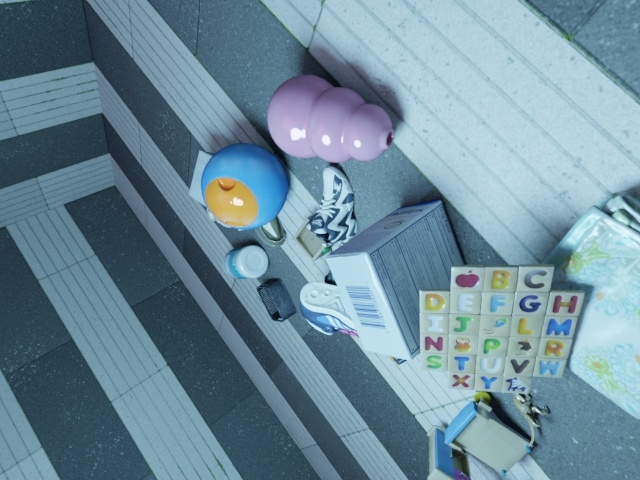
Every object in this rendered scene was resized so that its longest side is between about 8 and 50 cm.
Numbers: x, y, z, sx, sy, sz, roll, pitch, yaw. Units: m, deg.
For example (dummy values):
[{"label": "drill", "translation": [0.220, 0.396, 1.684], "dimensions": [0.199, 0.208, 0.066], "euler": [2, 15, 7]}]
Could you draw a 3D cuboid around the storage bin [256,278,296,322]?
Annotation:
[{"label": "storage bin", "translation": [-0.200, 0.271, 1.881], "dimensions": [0.122, 0.084, 0.180], "euler": [-9, 110, 56]}]

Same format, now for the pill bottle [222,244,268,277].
[{"label": "pill bottle", "translation": [-0.356, 0.104, 1.898], "dimensions": [0.264, 0.146, 0.146], "euler": [-10, 108, 57]}]

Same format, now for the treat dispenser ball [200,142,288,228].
[{"label": "treat dispenser ball", "translation": [-0.253, -0.181, 1.393], "dimensions": [0.288, 0.288, 0.288], "euler": [34, 140, 34]}]

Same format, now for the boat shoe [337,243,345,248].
[{"label": "boat shoe", "translation": [0.070, 0.028, 1.359], "dimensions": [0.035, 0.035, 0.100], "euler": [49, 153, 10]}]

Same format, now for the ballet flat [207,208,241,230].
[{"label": "ballet flat", "translation": [-0.416, -0.128, 1.804], "dimensions": [0.400, 0.139, 0.139], "euler": [21, 132, 45]}]

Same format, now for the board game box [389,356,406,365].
[{"label": "board game box", "translation": [0.280, 0.262, 1.136], "dimensions": [0.048, 0.170, 0.141], "euler": [51, 146, 15]}]

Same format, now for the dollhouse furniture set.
[{"label": "dollhouse furniture set", "translation": [0.496, 0.599, 1.221], "dimensions": [0.286, 0.198, 0.304], "euler": [30, 111, 5]}]

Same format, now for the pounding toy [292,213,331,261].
[{"label": "pounding toy", "translation": [0.000, 0.000, 1.392], "dimensions": [0.141, 0.100, 0.130], "euler": [49, 132, 11]}]

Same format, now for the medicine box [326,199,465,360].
[{"label": "medicine box", "translation": [0.200, 0.085, 0.986], "dimensions": [0.149, 0.289, 0.264], "euler": [-7, 110, 54]}]

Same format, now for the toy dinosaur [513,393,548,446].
[{"label": "toy dinosaur", "translation": [0.536, 0.442, 1.064], "dimensions": [0.183, 0.053, 0.092], "euler": [64, 164, 5]}]

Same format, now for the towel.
[{"label": "towel", "translation": [0.547, 0.134, 0.744], "dimensions": [0.320, 0.090, 0.375], "euler": [43, 145, 25]}]

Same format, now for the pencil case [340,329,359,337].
[{"label": "pencil case", "translation": [0.141, 0.291, 1.430], "dimensions": [0.209, 0.095, 0.098], "euler": [4, 106, 50]}]

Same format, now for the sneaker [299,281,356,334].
[{"label": "sneaker", "translation": [0.088, 0.246, 1.352], "dimensions": [0.322, 0.130, 0.236], "euler": [15, 153, 12]}]

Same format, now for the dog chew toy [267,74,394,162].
[{"label": "dog chew toy", "translation": [0.028, -0.285, 1.016], "dimensions": [0.331, 0.206, 0.207], "euler": [25, 135, 31]}]

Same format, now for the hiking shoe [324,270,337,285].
[{"label": "hiking shoe", "translation": [0.106, 0.112, 1.308], "dimensions": [0.132, 0.113, 0.304], "euler": [44, 154, 3]}]

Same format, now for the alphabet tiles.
[{"label": "alphabet tiles", "translation": [0.344, 0.188, 0.822], "dimensions": [0.284, 0.011, 0.343], "euler": [0, 123, 14]}]

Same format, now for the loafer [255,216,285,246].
[{"label": "loafer", "translation": [-0.218, -0.089, 1.598], "dimensions": [0.251, 0.094, 0.087], "euler": [56, 152, 5]}]

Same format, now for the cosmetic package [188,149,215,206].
[{"label": "cosmetic package", "translation": [-0.390, -0.231, 1.601], "dimensions": [0.151, 0.151, 0.184], "euler": [29, 109, 38]}]

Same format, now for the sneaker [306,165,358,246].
[{"label": "sneaker", "translation": [0.019, -0.088, 1.219], "dimensions": [0.094, 0.153, 0.235], "euler": [20, 132, 43]}]
